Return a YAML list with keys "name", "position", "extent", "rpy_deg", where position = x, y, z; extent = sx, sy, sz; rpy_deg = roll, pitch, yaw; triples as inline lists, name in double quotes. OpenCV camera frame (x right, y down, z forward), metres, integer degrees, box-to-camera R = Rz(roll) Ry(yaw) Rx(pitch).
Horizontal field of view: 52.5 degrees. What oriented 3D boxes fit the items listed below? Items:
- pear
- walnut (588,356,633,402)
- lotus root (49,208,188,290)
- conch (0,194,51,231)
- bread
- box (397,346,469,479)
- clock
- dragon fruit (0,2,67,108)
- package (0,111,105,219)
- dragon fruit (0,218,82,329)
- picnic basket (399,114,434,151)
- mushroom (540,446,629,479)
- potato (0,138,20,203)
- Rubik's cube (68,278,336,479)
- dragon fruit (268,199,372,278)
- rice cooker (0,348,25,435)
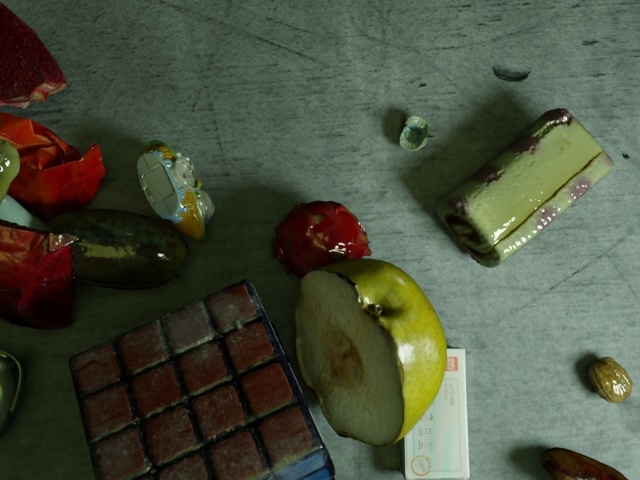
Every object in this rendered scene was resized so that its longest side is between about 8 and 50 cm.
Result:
- name: "pear"
  position: [0.110, 0.193, 1.219]
  extent: [0.192, 0.386, 0.340]
  rpy_deg: [-19, 65, -27]
- name: "walnut"
  position: [0.609, 0.294, 1.365]
  extent: [0.079, 0.082, 0.096]
  rpy_deg: [-31, 82, -34]
- name: "lotus root"
  position: [-0.402, 0.015, 1.295]
  extent: [0.275, 0.152, 0.160]
  rpy_deg: [9, 61, -21]
- name: "conch"
  position: [-0.642, -0.011, 1.291]
  extent: [0.221, 0.185, 0.120]
  rpy_deg: [35, 52, -20]
- name: "bread"
  position: [0.427, -0.110, 1.371]
  extent: [0.338, 0.155, 0.187]
  rpy_deg: [-40, 94, -10]
- name: "box"
  position: [0.227, 0.352, 1.334]
  extent: [0.135, 0.079, 0.269]
  rpy_deg: [-1, 82, -2]
- name: "clock"
  position: [-0.295, -0.106, 1.342]
  extent: [0.103, 0.144, 0.230]
  rpy_deg: [-26, 84, 19]
- name: "dragon fruit"
  position: [-0.658, -0.365, 1.372]
  extent: [0.161, 0.126, 0.274]
  rpy_deg: [-36, 76, 3]
- name: "package"
  position: [-0.652, -0.166, 1.298]
  extent: [0.424, 0.196, 0.123]
  rpy_deg: [15, 61, -2]
- name: "dragon fruit"
  position: [-0.595, 0.075, 1.196]
  extent: [0.282, 0.343, 0.100]
  rpy_deg: [18, 51, -6]
- name: "picnic basket"
  position: [0.208, -0.234, 1.412]
  extent: [0.065, 0.083, 0.083]
  rpy_deg: [24, 85, -5]
- name: "mushroom"
  position: [0.519, 0.550, 1.316]
  extent: [0.227, 0.148, 0.217]
  rpy_deg: [26, 100, 10]
- name: "potato"
  position: [-0.608, -0.100, 1.164]
  extent: [0.105, 0.085, 0.188]
  rpy_deg: [29, 101, 12]
- name: "Rubik's cube"
  position: [-0.187, 0.333, 1.136]
  extent: [0.345, 0.337, 0.343]
  rpy_deg: [-21, 56, -7]
- name: "dragon fruit"
  position: [0.000, 0.000, 1.328]
  extent: [0.210, 0.172, 0.172]
  rpy_deg: [-5, 83, -4]
- name: "rice cooker"
  position: [-0.665, 0.310, 1.272]
  extent: [0.145, 0.127, 0.206]
  rpy_deg: [18, 78, -1]
